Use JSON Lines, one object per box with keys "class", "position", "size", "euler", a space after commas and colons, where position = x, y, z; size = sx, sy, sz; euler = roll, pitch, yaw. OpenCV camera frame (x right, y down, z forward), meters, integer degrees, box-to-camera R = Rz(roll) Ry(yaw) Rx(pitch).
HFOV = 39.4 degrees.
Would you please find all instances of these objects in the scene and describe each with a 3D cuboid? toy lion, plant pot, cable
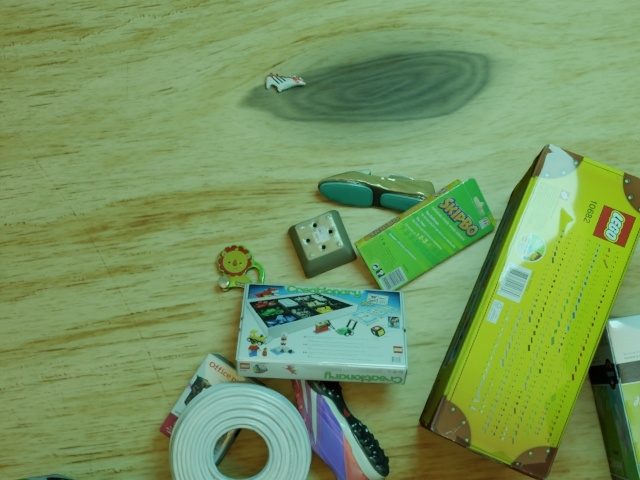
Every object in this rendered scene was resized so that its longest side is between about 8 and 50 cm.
{"class": "toy lion", "position": [-0.157, 0.057, 1.765], "size": [0.100, 0.034, 0.096], "euler": [12, 74, 6]}
{"class": "plant pot", "position": [0.000, 0.000, 1.728], "size": [0.109, 0.096, 0.108], "euler": [-22, 79, 1]}
{"class": "cable", "position": [-0.146, 0.384, 1.606], "size": [0.257, 0.089, 0.257], "euler": [40, 84, 0]}

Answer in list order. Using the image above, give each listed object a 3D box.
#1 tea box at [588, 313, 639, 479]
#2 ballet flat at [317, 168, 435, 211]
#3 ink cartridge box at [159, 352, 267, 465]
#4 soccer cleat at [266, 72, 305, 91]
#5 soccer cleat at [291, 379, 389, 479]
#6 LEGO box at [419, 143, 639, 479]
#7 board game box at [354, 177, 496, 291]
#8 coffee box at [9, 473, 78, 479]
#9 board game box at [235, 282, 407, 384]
{"class": "tea box", "position": [0.671, 0.277, 1.572], "size": [0.329, 0.220, 0.323], "euler": [-9, 79, 3]}
{"class": "ballet flat", "position": [0.113, -0.102, 1.761], "size": [0.233, 0.080, 0.073], "euler": [12, 53, 3]}
{"class": "ink cartridge box", "position": [-0.202, 0.318, 1.698], "size": [0.128, 0.072, 0.175], "euler": [31, 84, 9]}
{"class": "soccer cleat", "position": [-0.071, -0.319, 1.825], "size": [0.083, 0.029, 0.035], "euler": [10, 90, 9]}
{"class": "soccer cleat", "position": [0.000, 0.329, 1.673], "size": [0.116, 0.109, 0.318], "euler": [-38, 76, 15]}
{"class": "LEGO box", "position": [0.356, 0.132, 1.542], "size": [0.193, 0.372, 0.499], "euler": [23, 83, 7]}
{"class": "board game box", "position": [0.204, -0.011, 1.717], "size": [0.260, 0.039, 0.124], "euler": [-30, 115, 0]}
{"class": "coffee box", "position": [-0.407, 0.611, 1.529], "size": [0.338, 0.334, 0.338], "euler": [14, 79, 7]}
{"class": "board game box", "position": [0.004, 0.169, 1.656], "size": [0.306, 0.053, 0.193], "euler": [3, 43, 0]}
